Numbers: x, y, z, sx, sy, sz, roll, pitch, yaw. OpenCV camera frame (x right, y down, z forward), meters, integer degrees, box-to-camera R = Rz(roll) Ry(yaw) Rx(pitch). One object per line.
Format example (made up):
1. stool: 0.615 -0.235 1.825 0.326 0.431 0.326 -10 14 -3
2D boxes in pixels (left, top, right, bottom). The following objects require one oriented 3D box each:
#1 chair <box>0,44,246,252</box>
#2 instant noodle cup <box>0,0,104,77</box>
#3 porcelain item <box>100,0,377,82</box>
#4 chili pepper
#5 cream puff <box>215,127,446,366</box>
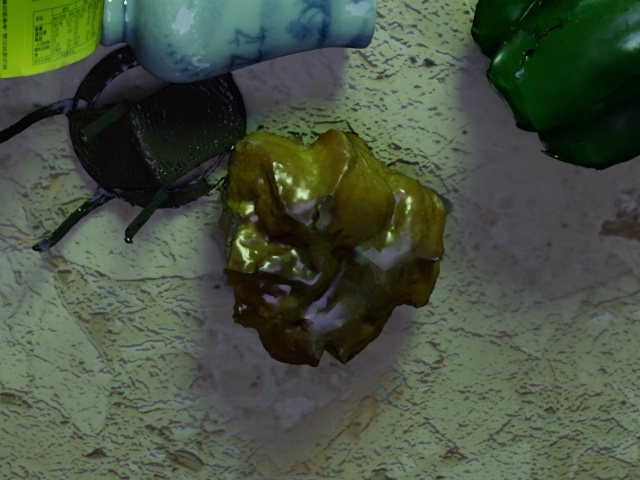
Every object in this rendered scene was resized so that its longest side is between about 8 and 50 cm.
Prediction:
1. chair: -0.185 -0.093 1.609 0.213 0.149 0.174 -37 116 -37
2. instant noodle cup: -0.307 -0.276 1.403 0.311 0.311 0.221 0 113 -6
3. porcelain item: -0.081 -0.217 1.544 0.259 0.141 0.141 -2 113 -15
4. chili pepper: 0.285 -0.196 1.544 0.257 0.233 0.248 -34 108 15
5. cream puff: 0.000 0.000 1.635 0.241 0.155 0.269 -36 122 10
